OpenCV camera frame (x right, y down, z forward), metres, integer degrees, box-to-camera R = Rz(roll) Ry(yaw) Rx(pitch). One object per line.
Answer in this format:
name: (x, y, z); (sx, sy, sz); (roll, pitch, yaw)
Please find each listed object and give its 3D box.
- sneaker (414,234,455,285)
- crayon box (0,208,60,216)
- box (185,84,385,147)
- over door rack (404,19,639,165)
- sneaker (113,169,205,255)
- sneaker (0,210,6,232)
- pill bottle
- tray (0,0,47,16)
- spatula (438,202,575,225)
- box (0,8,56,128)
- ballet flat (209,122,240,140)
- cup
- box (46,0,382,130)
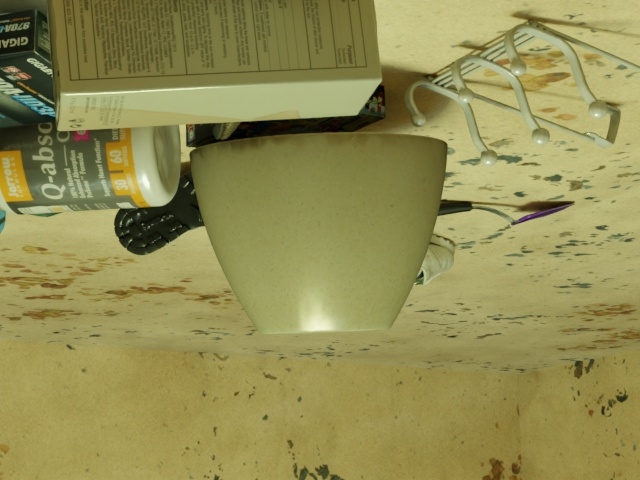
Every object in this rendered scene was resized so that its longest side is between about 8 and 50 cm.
sneaker: (0.176, 0.038, 2.732); (0.090, 0.095, 0.235); (-9, 166, 25)
crayon box: (-0.442, -0.103, 2.083); (0.278, 0.081, 0.165); (11, 163, -41)
box: (-0.048, -0.158, 1.958); (0.159, 0.044, 0.233); (7, 165, -33)
over door rack: (0.298, -0.161, 1.837); (0.324, 0.108, 0.239); (6, 166, -28)
sneaker: (-0.167, -0.070, 2.288); (0.283, 0.107, 0.124); (-15, -168, 24)
sneaker: (-0.648, -0.050, 2.304); (0.340, 0.125, 0.139); (0, -165, -19)
pill bottle: (-0.321, -0.113, 1.872); (0.278, 0.162, 0.162); (-4, 167, 9)
tray: (-0.307, -0.233, 1.642); (0.145, 0.030, 0.270); (-3, 167, 14)
spatula: (0.267, -0.046, 2.510); (0.296, 0.030, 0.084); (2, 169, -14)
box: (-0.334, -0.183, 1.675); (0.175, 0.051, 0.220); (-5, 166, 18)
ballet flat: (-0.095, -0.182, 1.799); (0.058, 0.084, 0.250); (-11, 165, -15)
cup: (0.000, 0.000, 1.955); (0.331, 0.237, 0.331); (-1, 176, 0)
box: (-0.106, -0.197, 1.500); (0.311, 0.148, 0.121); (-3, 167, -12)
